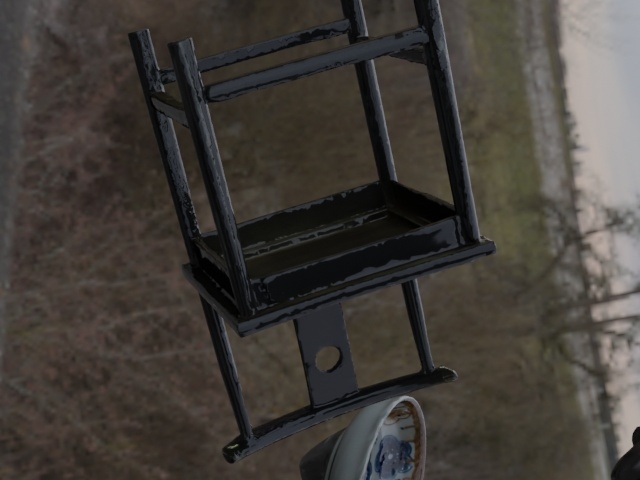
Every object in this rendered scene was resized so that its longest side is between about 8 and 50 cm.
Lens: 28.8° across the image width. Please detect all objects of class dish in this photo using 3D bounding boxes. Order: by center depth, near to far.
[{"bbox_3d":[0.021,0.182,0.954,0.141,0.078,0.141,8,90,-66],"label":"dish"}]

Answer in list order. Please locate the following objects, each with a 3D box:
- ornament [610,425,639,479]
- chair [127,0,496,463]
[{"bbox_3d":[0.203,0.146,0.454,0.260,0.251,0.106,-78,-166,-46],"label":"ornament"},{"bbox_3d":[0.000,0.000,0.680,0.141,0.154,0.260,-147,-139,-69],"label":"chair"}]
